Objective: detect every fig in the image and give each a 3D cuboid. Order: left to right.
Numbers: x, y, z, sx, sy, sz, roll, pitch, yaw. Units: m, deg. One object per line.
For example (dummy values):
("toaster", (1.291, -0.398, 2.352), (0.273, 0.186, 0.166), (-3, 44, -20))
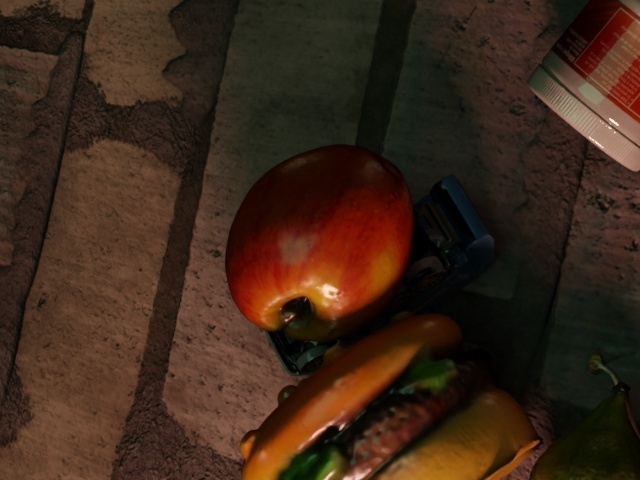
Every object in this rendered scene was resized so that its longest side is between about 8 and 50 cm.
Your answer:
("fig", (0.379, 0.311, 1.756), (0.203, 0.203, 0.235), (0, 54, 31))

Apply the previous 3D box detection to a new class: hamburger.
("hamburger", (0.087, 0.275, 1.800), (0.396, 0.396, 0.277), (-44, 76, 19))

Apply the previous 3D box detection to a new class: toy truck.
("toy truck", (0.090, 0.059, 1.952), (0.367, 0.175, 0.146), (-37, 64, 21))

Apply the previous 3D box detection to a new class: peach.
("peach", (0.000, 0.000, 1.784), (0.281, 0.238, 0.281), (-57, 15, 24))

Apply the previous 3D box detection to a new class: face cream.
("face cream", (0.411, -0.225, 1.783), (0.201, 0.201, 0.187), (47, 107, 28))

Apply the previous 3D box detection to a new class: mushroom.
("mushroom", (0.431, 0.283, 1.802), (0.028, 0.026, 0.286), (-38, 66, 39))
